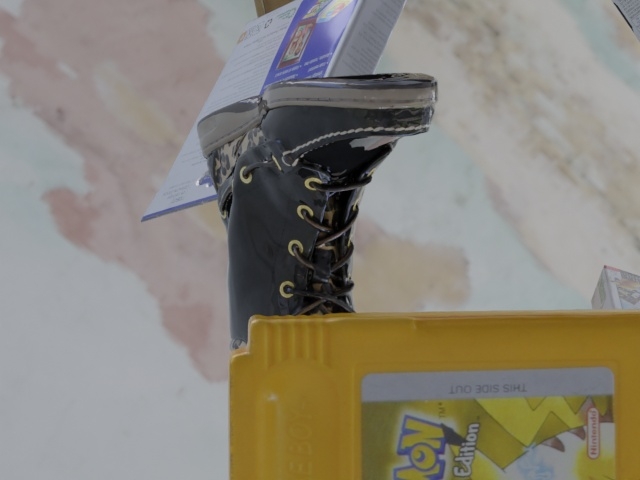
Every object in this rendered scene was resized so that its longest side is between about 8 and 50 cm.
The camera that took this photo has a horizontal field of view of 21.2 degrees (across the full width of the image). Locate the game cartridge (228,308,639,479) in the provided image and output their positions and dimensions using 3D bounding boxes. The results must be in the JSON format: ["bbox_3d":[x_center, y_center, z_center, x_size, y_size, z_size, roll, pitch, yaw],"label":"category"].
[{"bbox_3d":[0.094,0.194,1.249,0.323,0.285,0.052,-1,-175,-6],"label":"game cartridge"}]

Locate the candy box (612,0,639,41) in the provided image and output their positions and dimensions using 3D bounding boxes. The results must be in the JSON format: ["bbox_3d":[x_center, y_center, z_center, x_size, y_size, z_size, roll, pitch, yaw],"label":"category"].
[{"bbox_3d":[0.415,-0.244,1.846,0.159,0.071,0.233,-31,-94,-38],"label":"candy box"}]

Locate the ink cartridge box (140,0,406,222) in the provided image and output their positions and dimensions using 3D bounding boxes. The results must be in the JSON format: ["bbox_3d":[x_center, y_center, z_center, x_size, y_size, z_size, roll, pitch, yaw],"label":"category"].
[{"bbox_3d":[-0.052,-0.153,1.983,0.072,0.303,0.307,34,-115,-26],"label":"ink cartridge box"}]

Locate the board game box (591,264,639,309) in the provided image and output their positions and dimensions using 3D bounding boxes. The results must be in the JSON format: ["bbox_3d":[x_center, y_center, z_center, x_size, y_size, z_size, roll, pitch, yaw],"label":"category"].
[{"bbox_3d":[0.386,0.105,1.797,0.193,0.053,0.305,19,-169,3],"label":"board game box"}]

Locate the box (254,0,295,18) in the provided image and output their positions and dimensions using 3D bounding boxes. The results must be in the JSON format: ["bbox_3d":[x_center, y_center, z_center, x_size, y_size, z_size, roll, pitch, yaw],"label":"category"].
[{"bbox_3d":[-0.006,-0.256,2.261,0.164,0.021,0.201,-23,-71,-38],"label":"box"}]

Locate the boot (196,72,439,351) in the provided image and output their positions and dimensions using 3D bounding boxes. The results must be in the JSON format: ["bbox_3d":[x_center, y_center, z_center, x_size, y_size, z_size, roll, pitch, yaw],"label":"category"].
[{"bbox_3d":[0.000,0.000,1.564,0.138,0.377,0.284,-3,-93,-30],"label":"boot"}]
